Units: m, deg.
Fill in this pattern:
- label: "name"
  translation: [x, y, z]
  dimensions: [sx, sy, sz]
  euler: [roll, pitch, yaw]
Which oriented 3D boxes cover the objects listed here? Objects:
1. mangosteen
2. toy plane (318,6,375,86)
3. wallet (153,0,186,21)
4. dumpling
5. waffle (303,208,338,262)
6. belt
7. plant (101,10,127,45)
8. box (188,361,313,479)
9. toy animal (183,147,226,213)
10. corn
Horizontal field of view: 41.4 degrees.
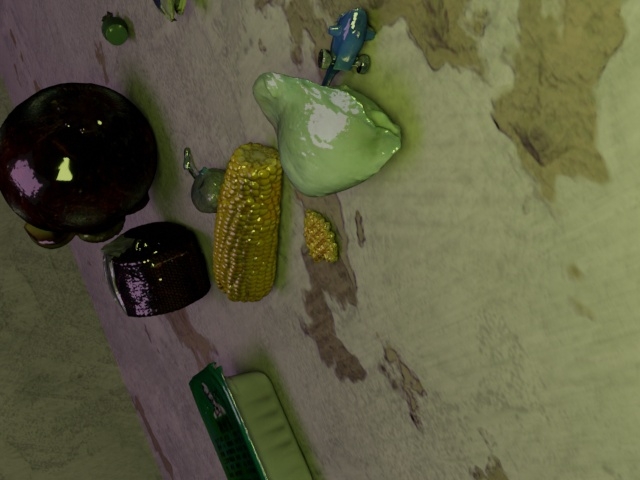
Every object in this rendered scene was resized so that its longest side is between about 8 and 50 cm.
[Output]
- label: "mangosteen"
  translation: [-0.475, -0.147, 1.647]
  dimensions: [0.330, 0.330, 0.330]
  euler: [45, 146, 43]
- label: "toy plane"
  translation: [0.019, -0.199, 0.926]
  dimensions: [0.167, 0.054, 0.062]
  euler: [120, 150, -58]
- label: "wallet"
  translation: [-0.229, -0.485, 1.174]
  dimensions: [0.223, 0.077, 0.309]
  euler: [58, 155, 30]
- label: "dumpling"
  translation: [0.003, -0.125, 0.934]
  dimensions: [0.149, 0.105, 0.217]
  euler: [66, 156, -1]
- label: "waffle"
  translation: [0.000, -0.002, 1.144]
  dimensions: [0.085, 0.016, 0.078]
  euler: [22, 128, 57]
- label: "belt"
  translation: [-0.325, 0.064, 1.670]
  dimensions: [0.289, 0.184, 0.164]
  euler: [25, 135, 64]
- label: "plant"
  translation: [-0.392, -0.402, 1.607]
  dimensions: [0.102, 0.051, 0.051]
  euler: [-123, 24, -55]
- label: "box"
  translation: [-0.117, 0.378, 1.568]
  dimensions: [0.336, 0.106, 0.264]
  euler: [67, 155, 8]
- label: "toy animal"
  translation: [-0.191, -0.093, 1.427]
  dimensions: [0.079, 0.070, 0.253]
  euler: [-68, 22, 7]
- label: "corn"
  translation: [-0.111, -0.011, 1.262]
  dimensions: [0.101, 0.102, 0.310]
  euler: [52, 151, 34]
